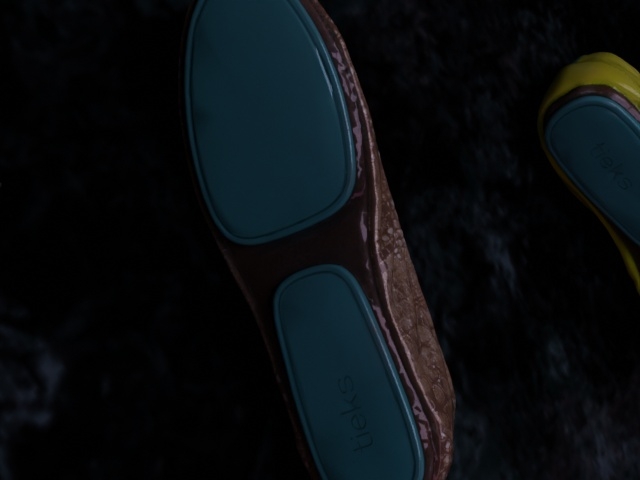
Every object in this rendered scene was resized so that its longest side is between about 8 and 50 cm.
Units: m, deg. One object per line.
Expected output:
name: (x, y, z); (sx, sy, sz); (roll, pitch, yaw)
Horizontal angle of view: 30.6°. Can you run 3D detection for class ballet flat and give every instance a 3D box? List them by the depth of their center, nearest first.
ballet flat: (0.000, 0.000, 0.434); (0.067, 0.073, 0.206); (-10, 86, -73)
ballet flat: (0.192, -0.003, 0.611); (0.231, 0.077, 0.077); (53, 31, -16)
